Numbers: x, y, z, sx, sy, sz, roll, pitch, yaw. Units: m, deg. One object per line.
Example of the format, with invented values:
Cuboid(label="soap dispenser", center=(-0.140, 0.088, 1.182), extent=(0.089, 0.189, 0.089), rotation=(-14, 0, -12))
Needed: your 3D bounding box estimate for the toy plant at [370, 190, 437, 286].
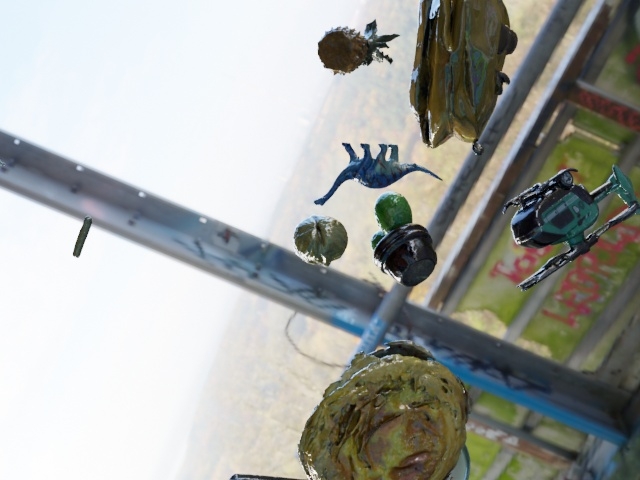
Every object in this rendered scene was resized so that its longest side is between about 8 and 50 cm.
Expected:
Cuboid(label="toy plant", center=(0.216, 0.000, 2.389), extent=(0.235, 0.175, 0.218), rotation=(58, 150, 34))

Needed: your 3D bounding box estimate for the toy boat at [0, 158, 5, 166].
Cuboid(label="toy boat", center=(-0.744, -0.185, 1.930), extent=(0.038, 0.083, 0.038), rotation=(-19, 60, 36))

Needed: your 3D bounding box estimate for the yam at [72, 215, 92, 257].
Cuboid(label="yam", center=(-0.508, -0.007, 1.840), extent=(0.021, 0.021, 0.116), rotation=(-74, 11, -54))

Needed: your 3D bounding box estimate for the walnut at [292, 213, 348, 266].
Cuboid(label="walnut", center=(0.000, 0.000, 1.298), extent=(0.092, 0.092, 0.092), rotation=(-157, 90, -85))

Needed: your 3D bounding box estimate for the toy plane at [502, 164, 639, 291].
Cuboid(label="toy plane", center=(0.458, -0.052, 1.561), extent=(0.381, 0.155, 0.106), rotation=(-29, -2, -37))

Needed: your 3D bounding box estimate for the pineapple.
Cuboid(label="pineapple", center=(0.096, -0.460, 2.053), extent=(0.277, 0.130, 0.119), rotation=(-35, -68, -61))

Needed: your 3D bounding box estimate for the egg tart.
Cuboid(label="egg tart", center=(0.102, 0.300, 1.405), extent=(0.297, 0.297, 0.132), rotation=(-67, 15, 5))

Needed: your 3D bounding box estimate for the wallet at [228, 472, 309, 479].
Cuboid(label="wallet", center=(-0.114, 0.588, 1.928), extent=(0.169, 0.245, 0.052), rotation=(-63, 27, 29))

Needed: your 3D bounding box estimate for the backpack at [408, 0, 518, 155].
Cuboid(label="backpack", center=(0.297, -0.373, 1.797), extent=(0.353, 0.201, 0.378), rotation=(-38, -48, -71))

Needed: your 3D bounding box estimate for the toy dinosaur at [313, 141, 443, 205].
Cuboid(label="toy dinosaur", center=(0.131, -0.183, 2.106), extent=(0.076, 0.329, 0.144), rotation=(-162, 61, -79))

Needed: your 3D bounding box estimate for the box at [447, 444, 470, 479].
Cuboid(label="box", center=(0.184, 0.483, 1.788), extent=(0.226, 0.226, 0.149), rotation=(-74, -2, -51))
